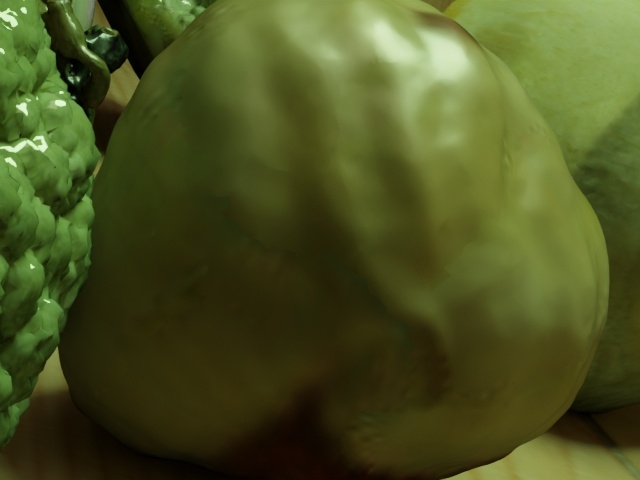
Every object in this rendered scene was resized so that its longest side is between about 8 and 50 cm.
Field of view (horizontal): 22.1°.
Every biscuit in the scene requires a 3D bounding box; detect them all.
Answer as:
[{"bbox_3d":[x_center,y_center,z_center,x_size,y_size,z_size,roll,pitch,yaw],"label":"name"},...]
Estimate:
[{"bbox_3d":[-0.138,-0.199,1.387,0.078,0.329,0.335,-26,26,-10],"label":"biscuit"}]

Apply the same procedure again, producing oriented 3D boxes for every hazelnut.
[{"bbox_3d":[0.000,0.000,0.785,0.261,0.261,0.241,19,12,-2],"label":"hazelnut"}]

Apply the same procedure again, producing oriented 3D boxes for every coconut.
[{"bbox_3d":[0.170,-0.042,1.133,0.323,0.323,0.323,19,12,-4],"label":"coconut"}]

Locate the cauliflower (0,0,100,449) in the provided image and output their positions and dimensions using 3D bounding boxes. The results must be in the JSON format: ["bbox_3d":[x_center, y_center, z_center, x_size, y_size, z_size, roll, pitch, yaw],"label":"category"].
[{"bbox_3d":[-0.218,-0.017,0.626,0.250,0.275,0.272,-12,19,13],"label":"cauliflower"}]

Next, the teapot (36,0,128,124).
[{"bbox_3d":[-0.198,-0.093,0.933,0.182,0.173,0.269,-16,46,9],"label":"teapot"}]

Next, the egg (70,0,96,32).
[{"bbox_3d":[-0.272,-0.211,1.323,0.271,0.206,0.162,37,3,15],"label":"egg"}]
